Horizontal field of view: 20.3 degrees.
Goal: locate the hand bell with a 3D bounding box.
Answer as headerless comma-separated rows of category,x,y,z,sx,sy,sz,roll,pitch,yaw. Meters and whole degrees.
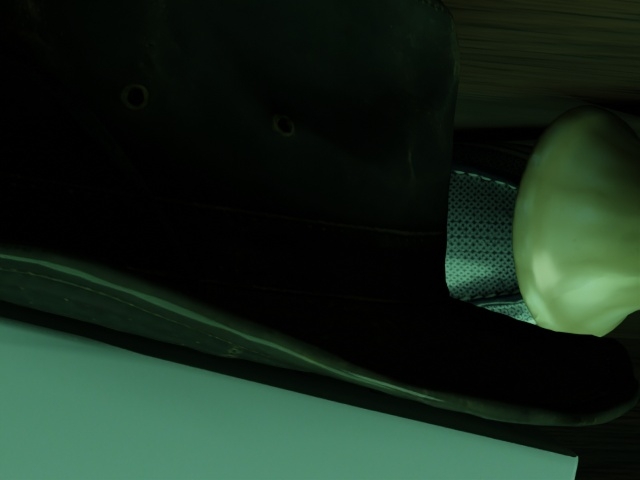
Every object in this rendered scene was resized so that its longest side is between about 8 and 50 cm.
hand bell,0.227,0.001,0.858,0.242,0.126,0.126,6,178,41

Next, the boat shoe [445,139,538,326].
boat shoe,0.000,0.000,1.047,0.341,0.127,0.158,0,-179,30

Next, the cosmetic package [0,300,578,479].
cosmetic package,-0.092,0.059,0.706,0.284,0.097,0.377,12,-178,-10

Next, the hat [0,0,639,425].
hat,-0.044,-0.043,0.599,0.331,0.134,0.331,13,-179,0
